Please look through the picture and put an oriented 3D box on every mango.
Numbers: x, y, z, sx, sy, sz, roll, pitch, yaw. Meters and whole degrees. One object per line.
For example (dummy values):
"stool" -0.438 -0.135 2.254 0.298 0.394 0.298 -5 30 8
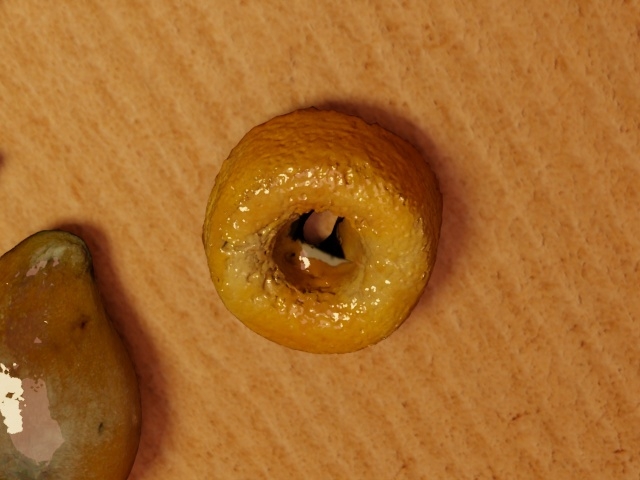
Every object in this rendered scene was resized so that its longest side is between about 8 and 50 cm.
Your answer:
"mango" -0.277 0.146 1.148 0.192 0.146 0.317 -1 104 -7

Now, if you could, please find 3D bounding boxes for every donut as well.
"donut" 0.002 -0.002 1.114 0.253 0.118 0.254 2 125 2
